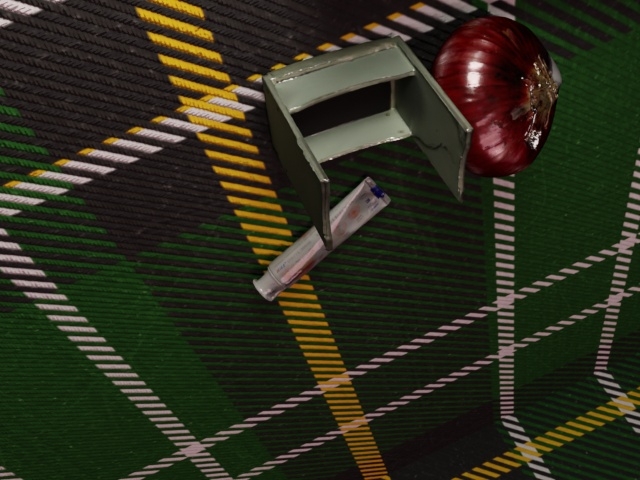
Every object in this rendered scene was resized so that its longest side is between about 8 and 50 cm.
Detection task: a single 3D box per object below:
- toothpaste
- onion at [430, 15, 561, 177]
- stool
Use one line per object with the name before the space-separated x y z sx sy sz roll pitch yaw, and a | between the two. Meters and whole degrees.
toothpaste | 0.000 0.000 1.502 0.323 0.066 0.100 -40 136 9
onion | 0.272 -0.242 1.277 0.273 0.285 0.273 -2 93 -39
stool | 0.068 -0.163 1.182 0.243 0.270 0.170 -19 142 -10
